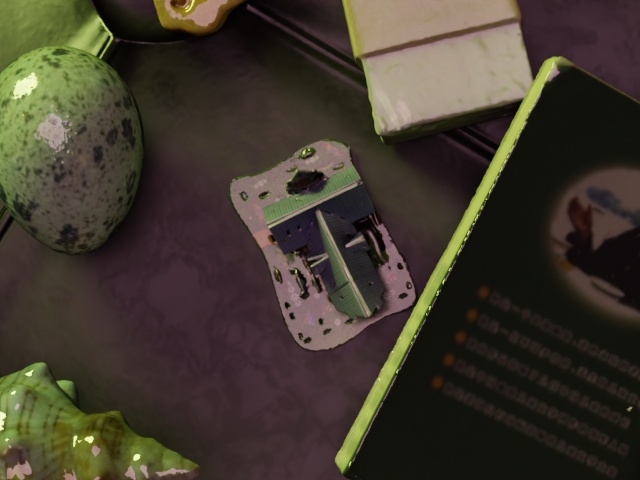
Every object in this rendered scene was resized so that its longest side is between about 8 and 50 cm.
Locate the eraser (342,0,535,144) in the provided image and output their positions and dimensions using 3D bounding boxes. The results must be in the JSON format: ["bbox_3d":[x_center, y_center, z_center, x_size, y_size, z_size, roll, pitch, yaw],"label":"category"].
[{"bbox_3d":[0.075,-0.261,1.373,0.144,0.078,0.343,-14,84,4],"label":"eraser"}]

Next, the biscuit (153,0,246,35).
[{"bbox_3d":[-0.129,-0.298,1.413,0.184,0.035,0.249,-31,83,1],"label":"biscuit"}]

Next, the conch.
[{"bbox_3d":[-0.259,0.214,1.326,0.386,0.169,0.203,-20,56,35],"label":"conch"}]

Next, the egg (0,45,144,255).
[{"bbox_3d":[-0.209,-0.073,1.350,0.132,0.132,0.172,-7,96,4],"label":"egg"}]

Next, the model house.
[{"bbox_3d":[0.000,0.000,1.348,0.117,0.088,0.167,-23,84,1],"label":"model house"}]

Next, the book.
[{"bbox_3d":[0.206,0.074,1.319,0.260,0.043,0.371,29,88,-12],"label":"book"}]
